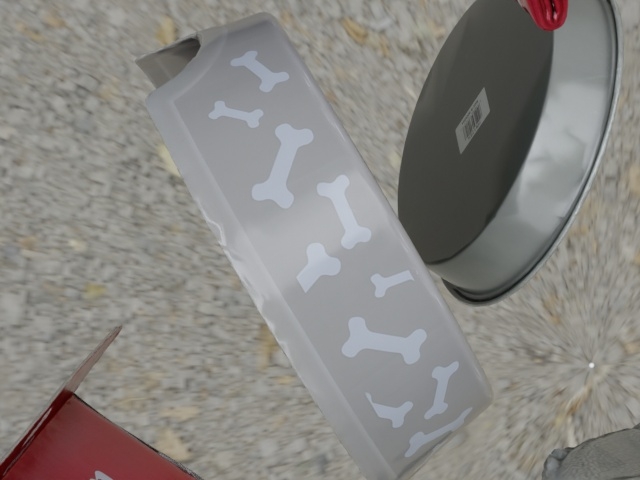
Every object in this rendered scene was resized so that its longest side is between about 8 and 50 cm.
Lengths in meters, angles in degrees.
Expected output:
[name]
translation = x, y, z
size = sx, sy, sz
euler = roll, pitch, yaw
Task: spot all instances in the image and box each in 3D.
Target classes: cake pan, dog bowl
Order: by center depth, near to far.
[dog bowl]
translation = 0.000, 0.000, 1.221
size = 0.102, 0.349, 0.349
euler = -30, 82, 1
[cake pan]
translation = 0.147, -0.092, 1.492
size = 0.054, 0.293, 0.293
euler = 18, 89, -21

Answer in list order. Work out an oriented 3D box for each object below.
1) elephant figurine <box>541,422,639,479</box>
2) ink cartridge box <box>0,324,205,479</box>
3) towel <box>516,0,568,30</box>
[elephant figurine]
translation = 0.127, 0.110, 0.492
size = 0.239, 0.186, 0.169
euler = -30, 125, 8
[ink cartridge box]
translation = -0.188, 0.231, 1.169
size = 0.130, 0.309, 0.272
euler = 34, 108, -2
[towel]
translation = 0.083, -0.277, 1.246
size = 0.031, 0.199, 0.275
euler = -29, 39, -1
